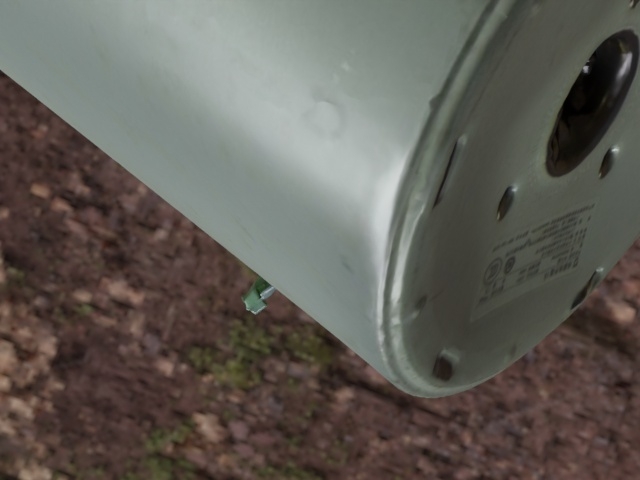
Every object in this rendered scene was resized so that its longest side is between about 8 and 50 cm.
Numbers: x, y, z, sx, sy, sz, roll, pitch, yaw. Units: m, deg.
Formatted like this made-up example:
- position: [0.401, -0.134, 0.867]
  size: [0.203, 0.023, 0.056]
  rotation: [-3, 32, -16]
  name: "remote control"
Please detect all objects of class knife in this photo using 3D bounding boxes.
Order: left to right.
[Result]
- position: [-0.001, -0.002, 0.645]
  size: [0.023, 0.078, 0.166]
  rotation: [60, -175, -4]
  name: "knife"

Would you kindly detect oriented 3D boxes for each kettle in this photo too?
- position: [-0.027, -0.135, 0.433]
  size: [0.318, 0.205, 0.265]
  rotation: [36, 155, 29]
  name: "kettle"
